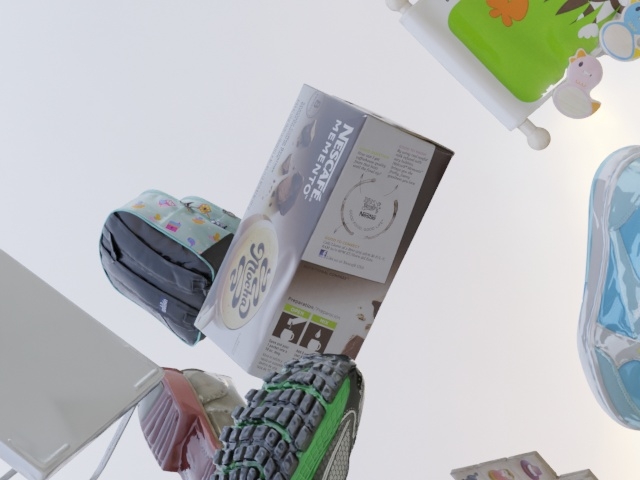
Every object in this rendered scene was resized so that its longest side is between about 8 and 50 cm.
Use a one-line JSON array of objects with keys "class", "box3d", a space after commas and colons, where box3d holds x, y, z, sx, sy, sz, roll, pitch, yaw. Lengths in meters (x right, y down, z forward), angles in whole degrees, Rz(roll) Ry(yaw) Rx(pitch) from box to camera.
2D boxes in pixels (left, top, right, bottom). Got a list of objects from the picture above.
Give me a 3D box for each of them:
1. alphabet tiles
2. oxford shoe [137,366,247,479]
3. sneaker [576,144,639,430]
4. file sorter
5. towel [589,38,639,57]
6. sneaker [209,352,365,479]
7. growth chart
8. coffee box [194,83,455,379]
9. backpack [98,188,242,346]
[{"class": "alphabet tiles", "box3d": [0.252, 0.313, 1.852, 0.237, 0.198, 0.009, 48, -134, -22]}, {"class": "oxford shoe", "box3d": [-0.079, 0.265, 1.898, 0.130, 0.123, 0.348, -3, -133, -34]}, {"class": "sneaker", "box3d": [0.375, 0.071, 1.803, 0.208, 0.127, 0.319, 22, 122, 57]}, {"class": "file sorter", "box3d": [-0.326, 0.137, 1.573, 0.193, 0.278, 0.173, -41, -18, -53]}, {"class": "towel", "box3d": [0.245, -0.241, 1.405, 0.049, 0.282, 0.187, 149, 119, -84]}, {"class": "sneaker", "box3d": [-0.027, 0.267, 1.598, 0.146, 0.134, 0.343, 14, -83, -31]}, {"class": "growth chart", "box3d": [0.162, -0.194, 1.162, 0.172, 0.237, 0.021, 36, -179, 3]}, {"class": "coffee box", "box3d": [0.000, 0.000, 1.842, 0.119, 0.297, 0.168, 22, -174, -29]}, {"class": "backpack", "box3d": [-0.193, 0.020, 2.275, 0.144, 0.188, 0.165, -48, -22, -45]}]
